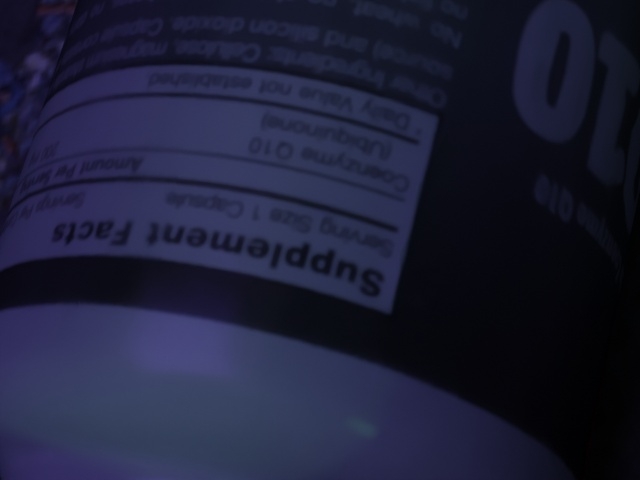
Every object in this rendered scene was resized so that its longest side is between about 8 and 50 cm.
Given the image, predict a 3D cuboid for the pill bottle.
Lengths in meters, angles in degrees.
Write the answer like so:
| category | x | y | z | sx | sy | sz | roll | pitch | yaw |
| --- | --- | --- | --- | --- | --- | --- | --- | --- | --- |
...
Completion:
| category | x | y | z | sx | sy | sz | roll | pitch | yaw |
| --- | --- | --- | --- | --- | --- | --- | --- | --- | --- |
| pill bottle | 0.000 | 0.000 | 0.500 | 0.161 | 0.161 | 0.283 | 0 | 65 | 35 |
